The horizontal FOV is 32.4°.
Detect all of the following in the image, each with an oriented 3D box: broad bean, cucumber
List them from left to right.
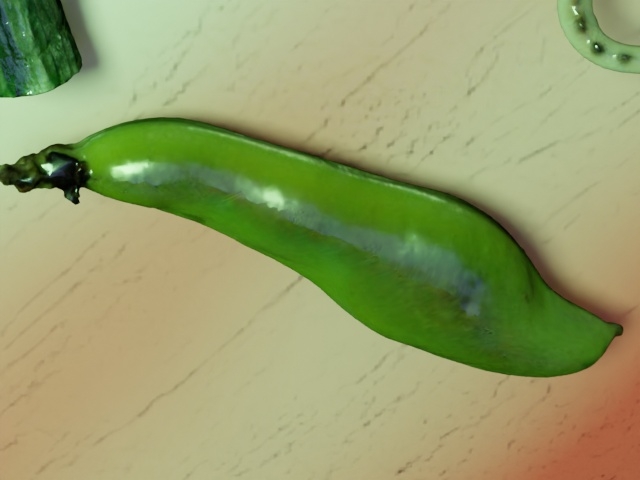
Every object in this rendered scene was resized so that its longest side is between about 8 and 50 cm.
[{"bbox_3d":[-0.140,-0.117,0.476,0.048,0.048,0.105,-13,113,3],"label":"cucumber"},{"bbox_3d":[0.000,-0.003,0.529,0.325,0.067,0.075,20,82,-9],"label":"broad bean"}]

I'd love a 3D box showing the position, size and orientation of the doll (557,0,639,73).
[{"bbox_3d":[0.225,-0.145,0.442,0.278,0.119,0.154,-1,111,3],"label":"doll"}]
